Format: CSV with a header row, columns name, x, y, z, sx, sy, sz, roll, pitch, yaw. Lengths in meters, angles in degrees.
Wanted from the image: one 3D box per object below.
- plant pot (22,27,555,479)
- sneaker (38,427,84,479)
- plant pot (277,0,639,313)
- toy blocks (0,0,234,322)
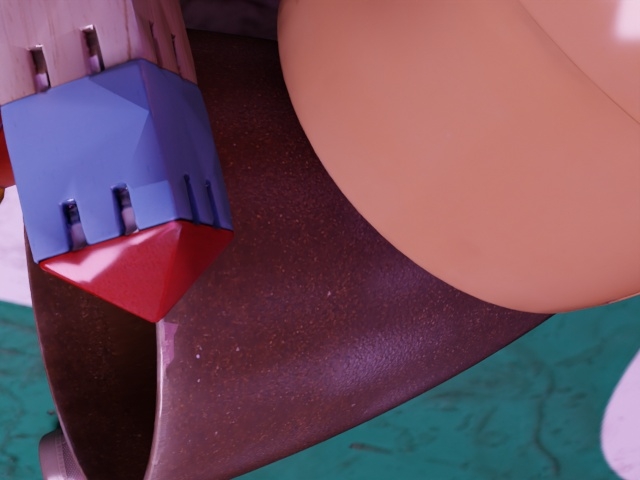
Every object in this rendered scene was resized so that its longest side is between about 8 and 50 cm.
name,x,y,z,sx,sy,sz,roll,pitch,yaw
plant pot,0.000,0.000,0.701,0.230,0.215,0.215,-7,132,-23
sneaker,-0.102,0.177,0.902,0.071,0.066,0.188,-18,131,4
plant pot,0.119,-0.103,0.591,0.290,0.291,0.203,21,139,-25
toy blocks,-0.185,-0.068,0.517,0.381,0.261,0.191,-16,172,15
